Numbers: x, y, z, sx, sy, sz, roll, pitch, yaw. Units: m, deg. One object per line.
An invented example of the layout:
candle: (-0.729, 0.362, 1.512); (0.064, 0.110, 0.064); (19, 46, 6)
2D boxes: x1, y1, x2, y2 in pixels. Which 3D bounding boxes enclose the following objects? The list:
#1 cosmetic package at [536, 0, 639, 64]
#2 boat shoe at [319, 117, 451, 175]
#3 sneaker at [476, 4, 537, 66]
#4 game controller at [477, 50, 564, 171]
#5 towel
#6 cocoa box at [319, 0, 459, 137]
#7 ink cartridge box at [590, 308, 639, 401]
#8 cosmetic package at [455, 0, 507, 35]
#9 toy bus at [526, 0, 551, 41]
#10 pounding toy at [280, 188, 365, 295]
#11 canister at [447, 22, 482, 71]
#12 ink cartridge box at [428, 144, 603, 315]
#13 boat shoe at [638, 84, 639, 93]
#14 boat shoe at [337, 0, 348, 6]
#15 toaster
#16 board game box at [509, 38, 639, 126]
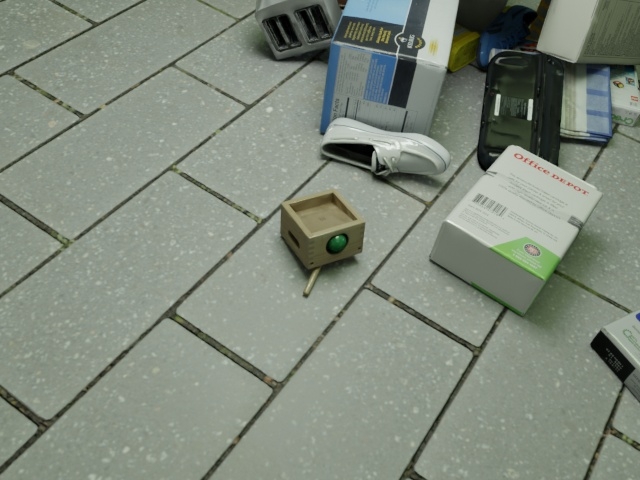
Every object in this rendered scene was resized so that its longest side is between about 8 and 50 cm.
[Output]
cosmetic package: (0.648, -0.492, 1.554); (0.310, 0.160, 0.113); (-8, 33, -38)
boat shoe: (0.124, -0.166, 1.351); (0.258, 0.095, 0.084); (15, 52, 17)
sneaker: (0.449, -0.493, 1.637); (0.082, 0.069, 0.209); (21, 62, 37)
game controller: (0.431, -0.274, 1.461); (0.167, 0.067, 0.319); (7, 66, 13)
towel: (0.513, -0.326, 1.535); (0.285, 0.034, 0.209); (7, 71, -1)
cocoa box: (0.150, -0.392, 1.445); (0.228, 0.231, 0.347); (13, 48, 4)
ink cartridge box: (0.660, 0.166, 1.161); (0.371, 0.069, 0.175); (-19, 55, -21)
cosmetic package: (0.405, -0.712, 1.814); (0.197, 0.155, 0.365); (19, 50, 3)
toy bus: (0.630, -0.616, 1.652); (0.108, 0.332, 0.130); (-29, 60, -30)
pounding toy: (0.000, 0.000, 1.187); (0.130, 0.100, 0.141); (-17, 44, -23)
canister: (0.293, -0.495, 1.665); (0.170, 0.073, 0.126); (39, 54, 24)
ink cartridge box: (0.358, -0.028, 1.244); (0.198, 0.114, 0.273); (33, 53, 18)
boat shoe: (0.783, -0.305, 1.558); (0.096, 0.112, 0.335); (8, 52, -9)
boat shoe: (0.139, -0.652, 1.746); (0.325, 0.123, 0.116); (-18, 57, -21)
toaster: (-0.044, -0.508, 1.521); (0.168, 0.185, 0.110); (-10, 52, 18)
board game box: (0.603, -0.385, 1.634); (0.306, 0.053, 0.192); (14, 50, 3)
